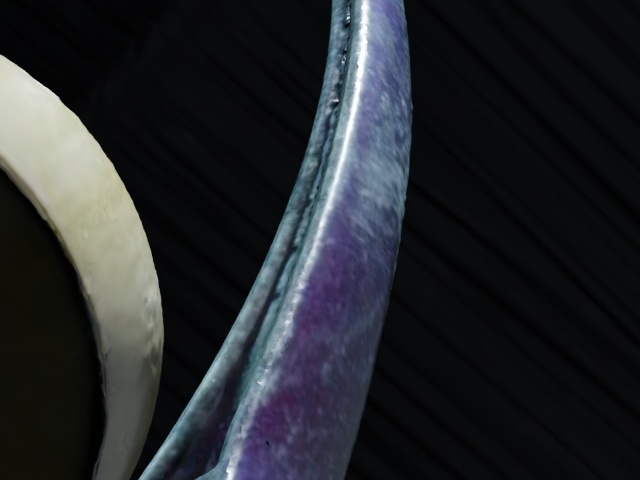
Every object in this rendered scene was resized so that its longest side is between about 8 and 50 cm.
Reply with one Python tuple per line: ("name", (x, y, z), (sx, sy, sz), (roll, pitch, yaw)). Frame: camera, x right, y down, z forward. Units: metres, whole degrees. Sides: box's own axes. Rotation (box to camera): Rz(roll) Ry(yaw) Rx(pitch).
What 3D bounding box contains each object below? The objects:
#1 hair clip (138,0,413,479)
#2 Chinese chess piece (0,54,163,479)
("hair clip", (0.000, 0.000, 0.437), (0.083, 0.048, 0.275), (-17, 43, 40))
("Chinese chess piece", (-0.190, 0.037, 0.573), (0.257, 0.257, 0.104), (-45, 8, 13))
